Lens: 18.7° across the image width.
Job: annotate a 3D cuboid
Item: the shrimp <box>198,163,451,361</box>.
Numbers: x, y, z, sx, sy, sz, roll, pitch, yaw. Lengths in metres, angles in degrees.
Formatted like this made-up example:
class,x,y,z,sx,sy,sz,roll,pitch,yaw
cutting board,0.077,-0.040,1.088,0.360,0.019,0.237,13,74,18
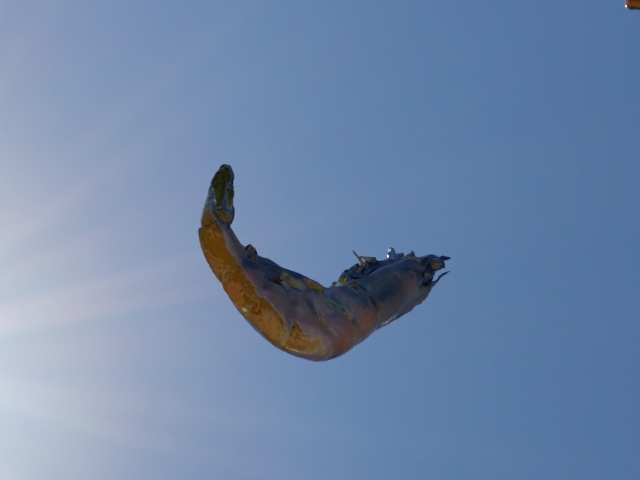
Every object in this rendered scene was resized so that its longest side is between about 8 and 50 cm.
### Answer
class,x,y,z,sx,sy,sz,roll,pitch,yaw
shrimp,0.000,0.000,1.670,0.198,0.262,0.051,52,-49,13

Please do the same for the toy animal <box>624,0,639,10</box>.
class,x,y,z,sx,sy,sz,roll,pitch,yaw
toy animal,0.288,-0.262,1.288,0.224,0.066,0.230,-20,-122,17
